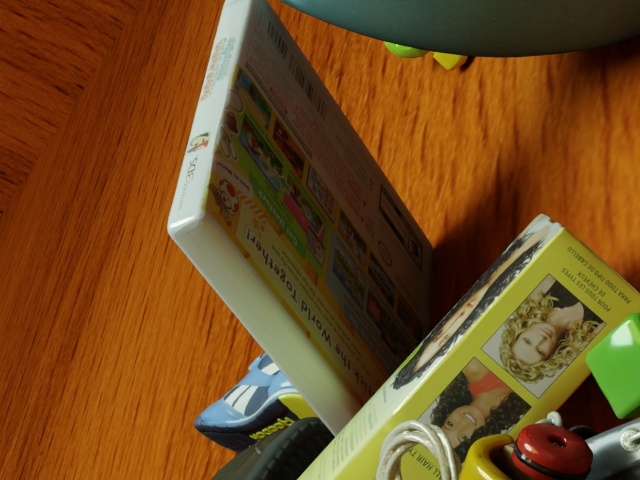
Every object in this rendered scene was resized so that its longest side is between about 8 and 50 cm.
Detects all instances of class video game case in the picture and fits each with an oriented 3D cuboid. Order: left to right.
[{"bbox_3d":[0.000,0.000,0.788,0.026,0.227,0.206,-20,36,23],"label":"video game case"}]

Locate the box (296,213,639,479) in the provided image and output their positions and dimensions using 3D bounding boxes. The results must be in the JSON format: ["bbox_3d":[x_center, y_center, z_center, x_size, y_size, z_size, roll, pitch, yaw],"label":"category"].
[{"bbox_3d":[0.050,0.093,0.658,0.232,0.058,0.087,-49,2,4],"label":"box"}]

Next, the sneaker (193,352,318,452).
[{"bbox_3d":[-0.036,0.113,0.985,0.144,0.053,0.059,-26,39,48],"label":"sneaker"}]

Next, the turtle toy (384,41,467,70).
[{"bbox_3d":[0.086,-0.178,1.032,0.130,0.095,0.066,-43,4,44],"label":"turtle toy"}]

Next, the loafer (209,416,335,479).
[{"bbox_3d":[-0.065,0.194,0.821,0.220,0.080,0.078,-41,11,-32],"label":"loafer"}]

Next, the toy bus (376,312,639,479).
[{"bbox_3d":[0.069,0.132,0.448,0.202,0.104,0.191,-30,67,44],"label":"toy bus"}]

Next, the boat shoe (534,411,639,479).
[{"bbox_3d":[0.109,0.099,0.544,0.206,0.075,0.065,-25,59,51],"label":"boat shoe"}]

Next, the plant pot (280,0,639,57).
[{"bbox_3d":[0.124,-0.219,0.790,0.290,0.195,0.290,-52,20,29],"label":"plant pot"}]
